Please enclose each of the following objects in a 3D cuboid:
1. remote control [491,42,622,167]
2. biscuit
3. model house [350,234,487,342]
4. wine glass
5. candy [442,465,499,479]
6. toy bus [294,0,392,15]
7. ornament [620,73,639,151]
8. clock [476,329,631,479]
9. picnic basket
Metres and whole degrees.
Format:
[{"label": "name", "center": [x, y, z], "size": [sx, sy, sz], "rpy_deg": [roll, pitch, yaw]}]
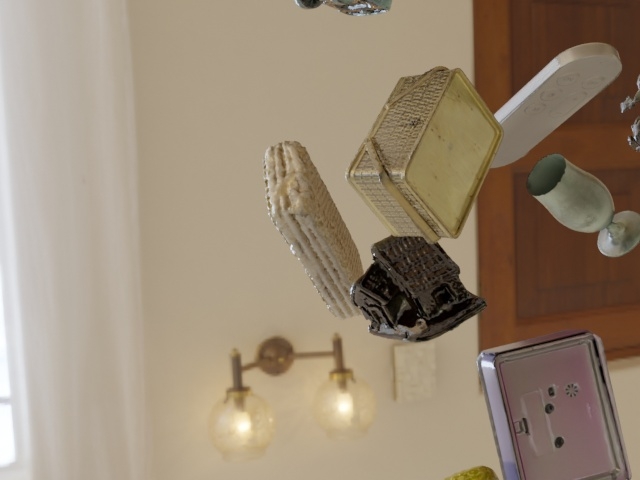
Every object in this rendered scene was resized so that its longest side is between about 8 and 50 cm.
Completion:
[{"label": "remote control", "center": [0.247, -0.147, 0.936], "size": [0.077, 0.022, 0.245], "rpy_deg": [5, 155, -21]}, {"label": "biscuit", "center": [0.000, 0.000, 1.407], "size": [0.079, 0.143, 0.426], "rpy_deg": [-14, 148, 10]}, {"label": "model house", "center": [0.118, 0.059, 1.144], "size": [0.165, 0.152, 0.106], "rpy_deg": [-31, -149, 3]}, {"label": "wine glass", "center": [0.423, -0.057, 1.312], "size": [0.202, 0.092, 0.093], "rpy_deg": [31, 168, -28]}, {"label": "candy", "center": [0.173, 0.391, 1.139], "size": [0.199, 0.094, 0.106], "rpy_deg": [-44, -159, 8]}, {"label": "toy bus", "center": [-0.023, -0.494, 1.337], "size": [0.312, 0.190, 0.152], "rpy_deg": [13, -177, -31]}, {"label": "ornament", "center": [0.452, -0.199, 1.048], "size": [0.153, 0.196, 0.166], "rpy_deg": [-2, -141, -47]}, {"label": "clock", "center": [0.290, 0.217, 1.019], "size": [0.145, 0.193, 0.073], "rpy_deg": [-12, 178, -9]}, {"label": "picnic basket", "center": [0.112, -0.089, 0.858], "size": [0.080, 0.164, 0.115], "rpy_deg": [1, 144, 47]}]
